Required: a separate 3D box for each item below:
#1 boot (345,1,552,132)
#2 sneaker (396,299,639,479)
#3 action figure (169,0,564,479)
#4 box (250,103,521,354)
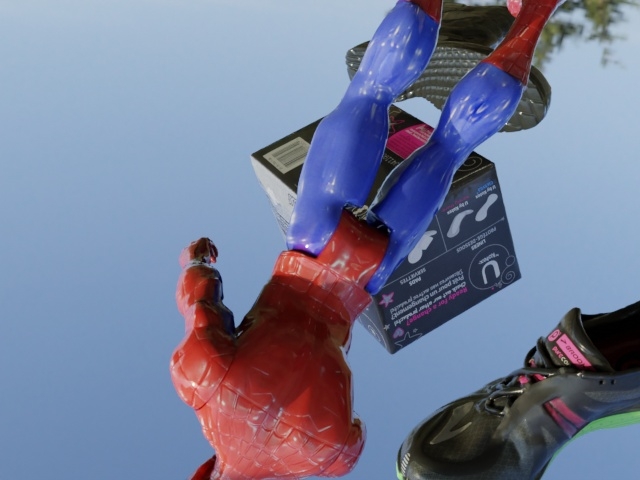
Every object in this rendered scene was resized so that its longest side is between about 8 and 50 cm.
[{"bbox_3d":[0.156,-0.191,1.054,0.161,0.083,0.246,-36,-143,-30],"label":"boot"},{"bbox_3d":[0.306,0.196,1.439,0.483,0.202,0.185,-27,-139,-13],"label":"sneaker"},{"bbox_3d":[0.000,0.000,0.453,0.091,0.280,0.139,33,159,-15],"label":"action figure"},{"bbox_3d":[0.060,-0.025,1.078,0.163,0.142,0.247,-29,-147,-13],"label":"box"}]
